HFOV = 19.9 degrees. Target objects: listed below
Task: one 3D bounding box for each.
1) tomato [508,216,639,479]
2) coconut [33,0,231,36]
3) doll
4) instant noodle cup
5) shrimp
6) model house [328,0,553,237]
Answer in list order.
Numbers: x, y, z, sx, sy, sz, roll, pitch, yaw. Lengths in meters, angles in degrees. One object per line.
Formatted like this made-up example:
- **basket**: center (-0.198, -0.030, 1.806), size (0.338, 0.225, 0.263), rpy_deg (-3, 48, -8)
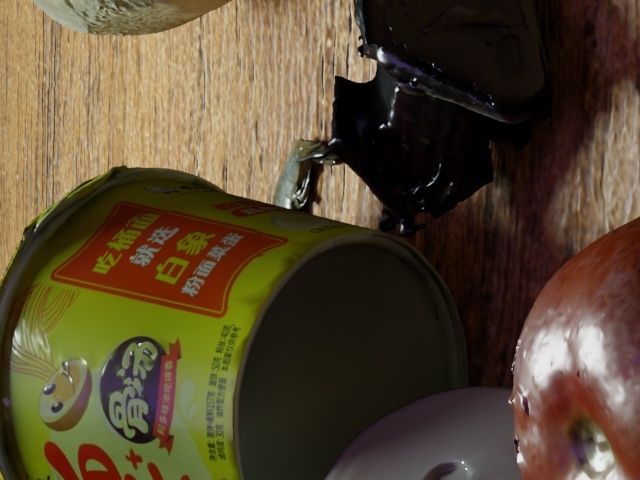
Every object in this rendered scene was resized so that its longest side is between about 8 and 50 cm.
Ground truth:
- **tomato**: center (0.200, 0.082, 0.879), size (0.208, 0.184, 0.208), rpy_deg (37, 133, 53)
- **coconut**: center (-0.144, -0.280, 1.501), size (0.227, 0.230, 0.227), rpy_deg (10, 108, 33)
- **doll**: center (0.111, 0.211, 1.125), size (0.251, 0.221, 0.221), rpy_deg (-7, 88, 35)
- **instant noodle cup**: center (-0.054, 0.098, 1.281), size (0.221, 0.311, 0.311), rpy_deg (3, 98, 43)
- **shrimp**: center (0.003, 0.000, 1.450), size (0.195, 0.035, 0.148), rpy_deg (59, 142, 45)
- **model house**: center (0.078, -0.118, 1.201), size (0.164, 0.141, 0.203), rpy_deg (84, -172, -56)
